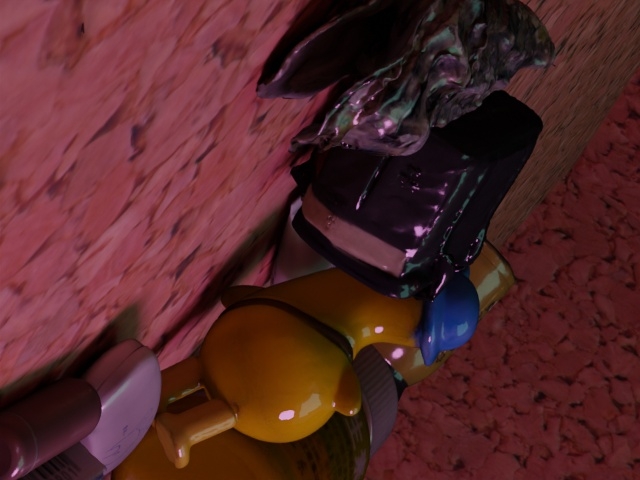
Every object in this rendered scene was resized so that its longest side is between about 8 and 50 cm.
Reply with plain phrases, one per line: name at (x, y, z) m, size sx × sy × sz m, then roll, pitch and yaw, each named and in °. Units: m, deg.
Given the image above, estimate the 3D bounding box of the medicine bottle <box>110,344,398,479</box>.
medicine bottle at (-0.059, 0.236, 1.938) m, size 0.224 × 0.224 × 0.384 m, roll -54°, pitch 171°, yaw 24°

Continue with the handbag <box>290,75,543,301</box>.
handbag at (0.081, -0.060, 1.566) m, size 0.181 × 0.181 × 0.254 m, roll -62°, pitch 167°, yaw 22°

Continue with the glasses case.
glasses case at (-0.185, 0.151, 1.490) m, size 0.092 × 0.059 × 0.233 m, roll -48°, pitch 172°, yaw -23°

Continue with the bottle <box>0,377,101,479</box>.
bottle at (-0.221, 0.146, 1.314) m, size 0.053 × 0.053 × 0.140 m, roll -54°, pitch 171°, yaw 20°

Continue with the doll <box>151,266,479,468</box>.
doll at (-0.007, 0.093, 1.655) m, size 0.363 × 0.199 × 0.145 m, roll -24°, pitch 145°, yaw -20°

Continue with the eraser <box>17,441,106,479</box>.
eraser at (-0.280, 0.236, 1.285) m, size 0.130 × 0.086 × 0.287 m, roll -55°, pitch 170°, yaw 19°

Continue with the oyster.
oyster at (0.086, -0.153, 1.360) m, size 0.162 × 0.158 × 0.351 m, roll -14°, pitch -179°, yaw 38°

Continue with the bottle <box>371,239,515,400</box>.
bottle at (0.129, 0.133, 2.598) m, size 0.351 × 0.171 × 0.171 m, roll -49°, pitch 171°, yaw -11°

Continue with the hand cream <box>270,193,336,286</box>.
hand cream at (0.000, 0.000, 1.766) m, size 0.133 × 0.083 × 0.248 m, roll -47°, pitch 161°, yaw -32°
